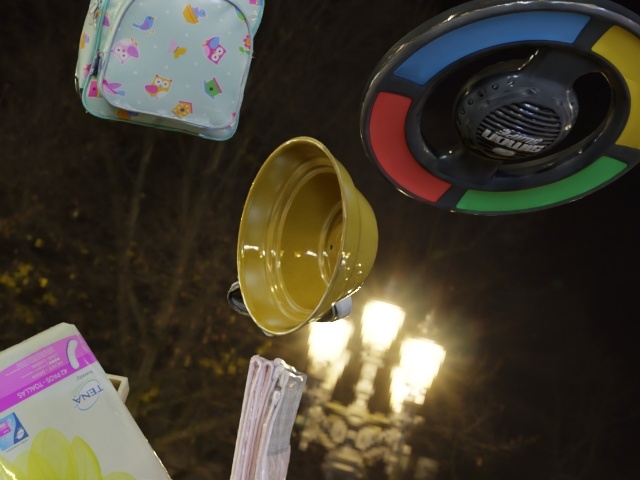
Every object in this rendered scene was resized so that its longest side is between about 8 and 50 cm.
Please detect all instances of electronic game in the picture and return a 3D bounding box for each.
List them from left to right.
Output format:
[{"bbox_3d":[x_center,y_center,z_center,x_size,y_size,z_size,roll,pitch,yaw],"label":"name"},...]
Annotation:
[{"bbox_3d":[0.142,-0.092,0.812,0.229,0.048,0.229,-2,-36,-1],"label":"electronic game"}]

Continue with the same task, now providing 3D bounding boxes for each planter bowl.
[{"bbox_3d":[0.000,0.000,1.218,0.090,0.217,0.217,8,-16,-33],"label":"planter bowl"}]

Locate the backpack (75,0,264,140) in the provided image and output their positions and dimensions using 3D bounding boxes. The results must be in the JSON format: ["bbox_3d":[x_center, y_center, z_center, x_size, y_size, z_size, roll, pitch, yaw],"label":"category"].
[{"bbox_3d":[-0.138,-0.198,1.046,0.166,0.188,0.144,11,6,-19],"label":"backpack"}]

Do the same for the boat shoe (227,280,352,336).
[{"bbox_3d":[-0.060,0.087,1.743,0.306,0.105,0.113,9,-56,60],"label":"boat shoe"}]

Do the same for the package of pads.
[{"bbox_3d":[-0.350,0.275,1.456,0.101,0.229,0.296,-36,-96,40],"label":"package of pads"}]

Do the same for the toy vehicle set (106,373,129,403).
[{"bbox_3d":[-0.412,0.310,1.698,0.166,0.266,0.035,9,-43,6],"label":"toy vehicle set"}]

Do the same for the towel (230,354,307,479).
[{"bbox_3d":[-0.069,0.297,1.283,0.054,0.316,0.332,9,-8,4],"label":"towel"}]
